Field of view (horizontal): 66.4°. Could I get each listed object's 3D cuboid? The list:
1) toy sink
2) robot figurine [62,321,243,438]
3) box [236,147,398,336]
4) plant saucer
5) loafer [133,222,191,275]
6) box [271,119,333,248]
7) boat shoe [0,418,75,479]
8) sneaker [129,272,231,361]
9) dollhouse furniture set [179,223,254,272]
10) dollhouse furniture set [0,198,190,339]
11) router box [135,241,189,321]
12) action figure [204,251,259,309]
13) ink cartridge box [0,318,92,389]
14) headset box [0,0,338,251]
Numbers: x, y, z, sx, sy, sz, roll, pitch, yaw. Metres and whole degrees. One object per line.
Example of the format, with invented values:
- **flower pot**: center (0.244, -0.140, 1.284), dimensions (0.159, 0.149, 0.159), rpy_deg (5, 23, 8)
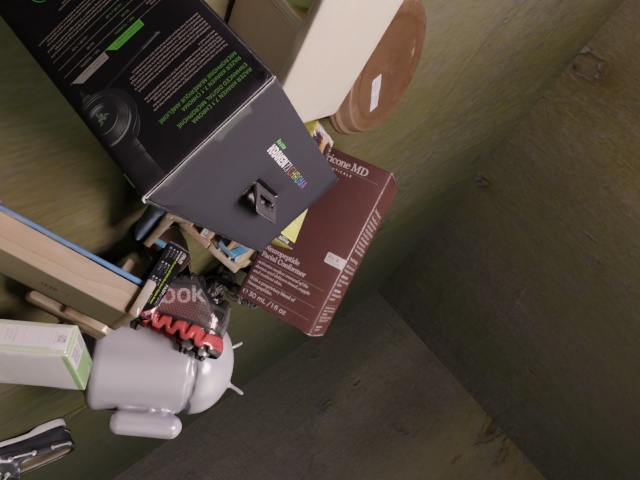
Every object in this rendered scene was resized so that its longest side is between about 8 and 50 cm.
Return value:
- **toy sink**: center (-0.021, -0.275, 0.627), dimensions (0.153, 0.131, 0.234), rpy_deg (-29, 165, -39)
- **robot figurine**: center (-0.328, 0.237, 0.973), dimensions (0.354, 0.299, 0.199), rpy_deg (11, 144, -18)
- **box**: center (0.000, 0.000, 1.077), dimensions (0.381, 0.191, 0.143), rpy_deg (-63, 163, -4)
- **plant saucer**: center (0.108, -0.311, 0.868), dimensions (0.278, 0.041, 0.277), rpy_deg (-46, 156, -27)
- **loafer**: center (-0.275, 0.021, 0.909), dimensions (0.080, 0.078, 0.220), rpy_deg (-38, 164, -14)
- **box**: center (-0.051, -0.107, 0.915), dimensions (0.087, 0.058, 0.232), rpy_deg (37, 71, -61)
- **boat shoe**: center (-0.734, 0.529, 1.161), dimensions (0.303, 0.091, 0.114), rpy_deg (-18, 152, -55)
- **sneaker**: center (-0.281, 0.103, 0.873), dimensions (0.098, 0.276, 0.135), rpy_deg (-37, -154, 62)
- **dollhouse furniture set**: center (-0.155, -0.032, 0.761), dimensions (0.129, 0.129, 0.184), rpy_deg (-51, 177, 13)
- **dollhouse furniture set**: center (-0.298, -0.052, 0.694), dimensions (0.286, 0.198, 0.303), rpy_deg (-27, -146, 53)
- **router box**: center (-0.265, 0.067, 0.781), dimensions (0.092, 0.038, 0.122), rpy_deg (-19, -138, 58)
- **action figure**: center (-0.205, 0.111, 1.211), dimensions (0.276, 0.141, 0.164), rpy_deg (-43, 176, 1)
- **ink cartridge box**: center (-0.487, 0.174, 0.743), dimensions (0.235, 0.056, 0.171), rpy_deg (8, 146, -11)
- **headset box**: center (-0.125, -0.133, 0.479), dimensions (0.131, 0.283, 0.246), rpy_deg (-43, 165, 2)
